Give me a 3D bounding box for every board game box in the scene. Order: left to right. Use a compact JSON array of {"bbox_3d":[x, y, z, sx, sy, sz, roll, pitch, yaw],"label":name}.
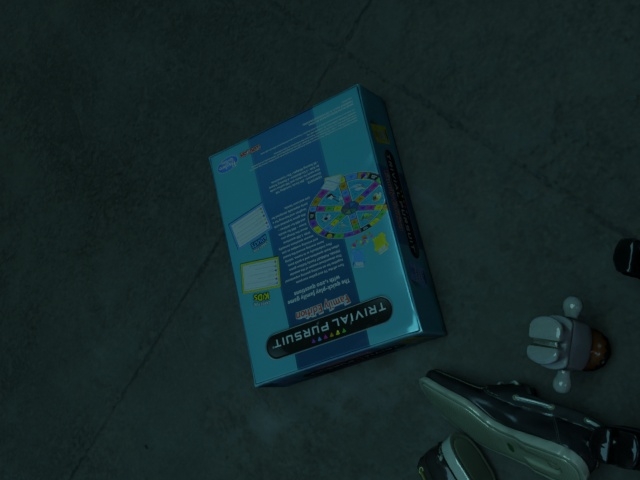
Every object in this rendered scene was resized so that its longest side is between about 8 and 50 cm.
[{"bbox_3d":[0.000,0.000,1.175,0.254,0.079,0.336,-22,71,27],"label":"board game box"}]

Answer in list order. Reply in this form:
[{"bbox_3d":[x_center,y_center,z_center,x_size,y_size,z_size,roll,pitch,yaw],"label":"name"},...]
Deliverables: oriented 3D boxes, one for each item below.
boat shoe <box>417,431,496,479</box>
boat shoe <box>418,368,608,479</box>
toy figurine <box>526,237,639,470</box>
[{"bbox_3d":[0.188,0.336,1.006,0.069,0.081,0.228,-42,60,29],"label":"boat shoe"},{"bbox_3d":[0.219,0.202,1.021,0.233,0.084,0.079,20,57,39],"label":"boat shoe"},{"bbox_3d":[0.342,0.120,0.899,0.209,0.148,0.213,-48,53,23],"label":"toy figurine"}]
